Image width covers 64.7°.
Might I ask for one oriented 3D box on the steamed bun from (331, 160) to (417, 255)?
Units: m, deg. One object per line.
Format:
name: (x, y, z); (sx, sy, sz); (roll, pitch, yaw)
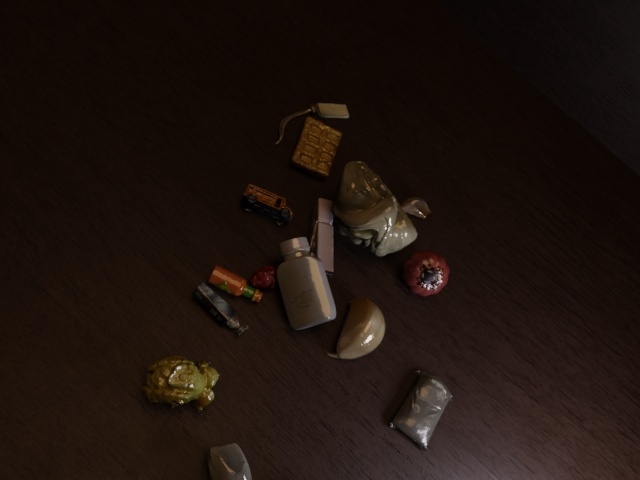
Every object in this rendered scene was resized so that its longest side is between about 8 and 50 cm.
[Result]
steamed bun: (0.178, -0.093, 1.896); (0.247, 0.352, 0.339); (-35, 51, 6)

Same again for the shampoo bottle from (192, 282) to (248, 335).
shampoo bottle: (-0.322, 0.225, 1.636); (0.207, 0.057, 0.063); (44, 48, 3)

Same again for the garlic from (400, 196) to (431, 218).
garlic: (0.398, -0.146, 2.134); (0.152, 0.066, 0.084); (18, 59, -15)

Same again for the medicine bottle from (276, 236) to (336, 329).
medicine bottle: (-0.058, 0.143, 1.712); (0.161, 0.111, 0.296); (-21, 79, 16)

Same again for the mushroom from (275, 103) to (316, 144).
mushroom: (-0.119, -0.500, 2.136); (0.068, 0.043, 0.306); (18, 48, 33)

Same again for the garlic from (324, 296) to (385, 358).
garlic: (0.134, 0.312, 1.750); (0.164, 0.145, 0.245); (15, 53, 24)

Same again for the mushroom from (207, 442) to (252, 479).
mushroom: (-0.241, 0.699, 1.382); (0.118, 0.103, 0.270); (-3, 70, -25)

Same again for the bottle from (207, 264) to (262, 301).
bottle: (-0.281, 0.150, 1.687); (0.187, 0.069, 0.069); (27, 56, -5)

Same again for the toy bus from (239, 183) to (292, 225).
toy bus: (-0.194, -0.132, 1.870); (0.194, 0.083, 0.088); (23, 56, -9)

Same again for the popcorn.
popcorn: (-0.403, 0.414, 1.449); (0.195, 0.168, 0.173); (33, 31, -50)

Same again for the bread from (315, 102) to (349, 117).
bread: (0.054, -0.579, 2.256); (0.153, 0.028, 0.068); (-6, 66, -26)

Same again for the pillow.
pillow: (0.357, 0.571, 1.725); (0.169, 0.059, 0.255); (41, 54, -1)

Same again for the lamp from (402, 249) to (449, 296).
lamp: (0.401, 0.123, 1.939); (0.182, 0.140, 0.182); (-1, 103, -5)

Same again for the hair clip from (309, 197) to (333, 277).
hair clip: (0.004, 0.000, 1.876); (0.085, 0.101, 0.331); (13, 56, -12)

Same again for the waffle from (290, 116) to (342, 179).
waffle: (-0.018, -0.383, 2.099); (0.168, 0.057, 0.274); (22, 56, -9)

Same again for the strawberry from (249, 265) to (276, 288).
strawberry: (-0.196, 0.130, 1.732); (0.096, 0.083, 0.083); (-22, 72, -23)
